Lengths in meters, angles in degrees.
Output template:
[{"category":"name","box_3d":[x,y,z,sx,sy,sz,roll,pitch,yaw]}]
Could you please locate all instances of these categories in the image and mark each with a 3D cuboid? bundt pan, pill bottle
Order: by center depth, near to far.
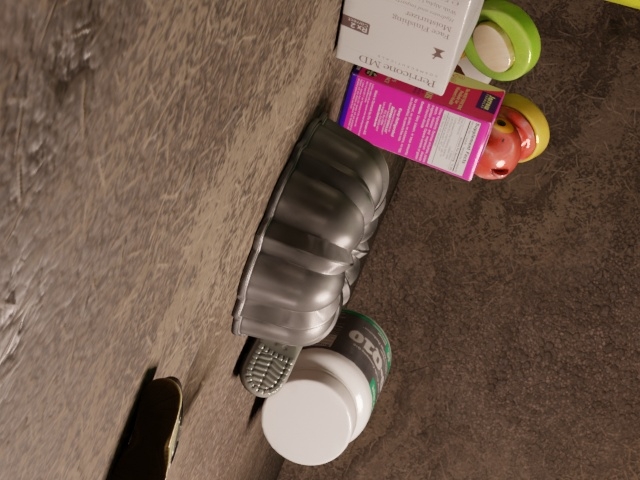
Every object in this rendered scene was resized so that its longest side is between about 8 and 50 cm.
[{"category":"bundt pan","box_3d":[0.000,0.000,1.581,0.331,0.124,0.331,21,90,-83]},{"category":"pill bottle","box_3d":[0.012,0.280,2.250,0.361,0.204,0.204,-52,163,-69]}]

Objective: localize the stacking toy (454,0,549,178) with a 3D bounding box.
[{"category":"stacking toy","box_3d":[0.205,-0.247,1.854,0.130,0.308,0.280,-43,144,-37]}]

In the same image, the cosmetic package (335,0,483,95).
[{"category":"cosmetic package","box_3d":[0.121,-0.308,1.421,0.184,0.151,0.151,100,14,-58]}]

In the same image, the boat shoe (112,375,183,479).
[{"category":"boat shoe","box_3d":[-0.167,0.209,1.165,0.049,0.056,0.152,-14,126,-76]}]

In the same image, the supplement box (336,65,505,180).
[{"category":"supplement box","box_3d":[0.150,-0.194,1.742,0.111,0.220,0.114,-61,171,-51]}]

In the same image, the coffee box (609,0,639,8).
[{"category":"coffee box","box_3d":[0.384,-0.534,1.561,0.338,0.337,0.335,26,80,-85]}]

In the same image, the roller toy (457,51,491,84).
[{"category":"roller toy","box_3d":[0.222,-0.330,2.099,0.191,0.146,0.209,-52,-162,21]}]

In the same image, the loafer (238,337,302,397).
[{"category":"loafer","box_3d":[-0.056,0.125,1.770,0.251,0.094,0.087,-56,-166,-22]}]
